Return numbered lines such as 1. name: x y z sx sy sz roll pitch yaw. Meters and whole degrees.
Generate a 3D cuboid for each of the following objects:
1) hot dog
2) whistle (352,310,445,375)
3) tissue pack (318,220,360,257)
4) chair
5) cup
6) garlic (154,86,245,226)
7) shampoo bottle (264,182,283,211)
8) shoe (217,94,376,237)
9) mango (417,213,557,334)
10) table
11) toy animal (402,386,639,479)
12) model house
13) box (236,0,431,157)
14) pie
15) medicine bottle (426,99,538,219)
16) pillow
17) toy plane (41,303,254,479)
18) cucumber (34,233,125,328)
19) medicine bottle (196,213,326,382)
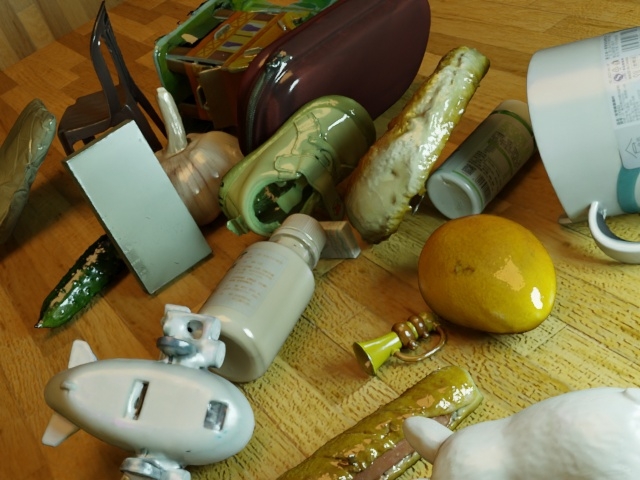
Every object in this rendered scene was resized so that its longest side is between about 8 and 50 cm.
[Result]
1. hot dog: 0.046 0.220 1.037 0.286 0.061 0.088 -35 19 -18
2. whistle: 0.097 0.117 1.179 0.109 0.046 0.057 -26 14 -13
3. tissue pack: 0.000 0.000 1.425 0.108 0.056 0.023 -2 37 37
4. chair: -0.416 -0.261 1.894 0.183 0.326 0.175 -19 31 8
5. cup: 0.384 -0.115 1.182 0.258 0.219 0.289 -11 63 24
6. garlic: -0.219 -0.146 1.661 0.199 0.226 0.199 -18 25 9
7. shampoo bottle: -0.071 -0.059 1.599 0.049 0.034 0.141 -28 31 -11
8. shoe: -0.026 -0.093 1.488 0.262 0.140 0.128 -31 46 4
9. mango: 0.192 0.039 1.162 0.141 0.102 0.217 -27 30 -10
10. table: -0.290 -0.054 1.559 0.121 0.240 0.111 -35 20 -17
11. toy animal: 0.172 0.215 0.879 0.282 0.138 0.140 -21 21 23
12. model house: -0.080 -0.332 1.922 0.313 0.242 0.357 16 45 28
13. box: 0.024 -0.265 1.638 0.108 0.263 0.404 37 57 23
14. pie: 0.123 -0.131 1.351 0.315 0.092 0.315 -57 0 1
15. medicine bottle: 0.230 -0.111 1.394 0.086 0.086 0.183 9 44 46
16. pillow: -0.592 -0.135 1.973 0.280 0.076 0.274 -63 27 3
17. toy plane: -0.201 0.196 1.170 0.267 0.122 0.266 -6 66 13
18. cucumber: -0.375 0.062 1.612 0.069 0.069 0.227 5 46 43
19. medicine bottle: -0.069 0.063 1.318 0.114 0.114 0.252 -4 36 34
